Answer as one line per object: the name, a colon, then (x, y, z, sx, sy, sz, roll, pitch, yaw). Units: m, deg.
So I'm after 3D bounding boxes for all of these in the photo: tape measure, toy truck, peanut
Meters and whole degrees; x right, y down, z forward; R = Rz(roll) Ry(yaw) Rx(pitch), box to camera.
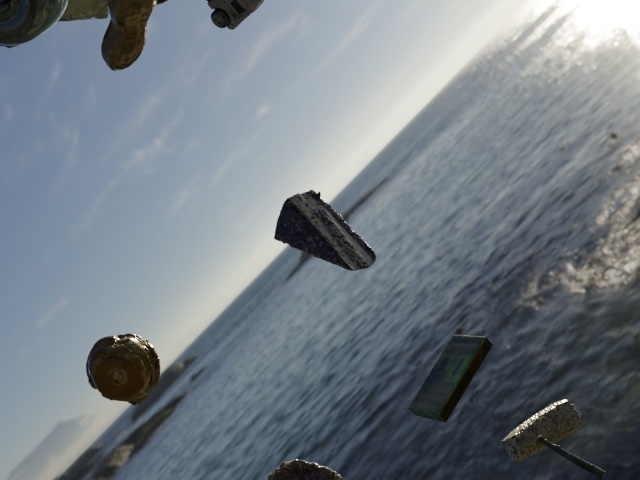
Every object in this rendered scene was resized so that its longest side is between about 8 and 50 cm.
tape measure: (-0.638, -0.512, 1.596, 0.275, 0.256, 0.147, -28, 27, 34)
toy truck: (-0.189, -0.495, 1.449, 0.116, 0.216, 0.110, -16, 33, 47)
peanut: (-0.354, -0.402, 1.479, 0.089, 0.089, 0.193, -48, -23, -65)

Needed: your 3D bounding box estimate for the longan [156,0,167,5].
longan: (-0.464, -0.728, 2.209, 0.189, 0.189, 0.189, -45, 1, 1)

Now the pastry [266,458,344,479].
pastry: (-0.031, 0.582, 1.803, 0.182, 0.192, 0.093, -78, -2, -49)

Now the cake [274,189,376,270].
cake: (0.005, 0.011, 1.878, 0.112, 0.246, 0.135, -24, -25, -47)

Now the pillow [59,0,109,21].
pillow: (-0.564, -0.556, 1.807, 0.229, 0.050, 0.128, -20, -49, -45)

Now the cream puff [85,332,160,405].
cream puff: (-0.339, 0.218, 1.403, 0.119, 0.133, 0.104, -45, 26, 17)

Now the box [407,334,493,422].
box: (0.268, 0.283, 1.676, 0.193, 0.030, 0.121, -54, 17, -18)

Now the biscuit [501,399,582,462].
biscuit: (0.450, 0.389, 1.644, 0.168, 0.070, 0.082, -26, -21, -17)

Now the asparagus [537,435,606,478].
asparagus: (0.439, 0.379, 1.417, 0.015, 0.127, 0.018, -42, -34, -36)
